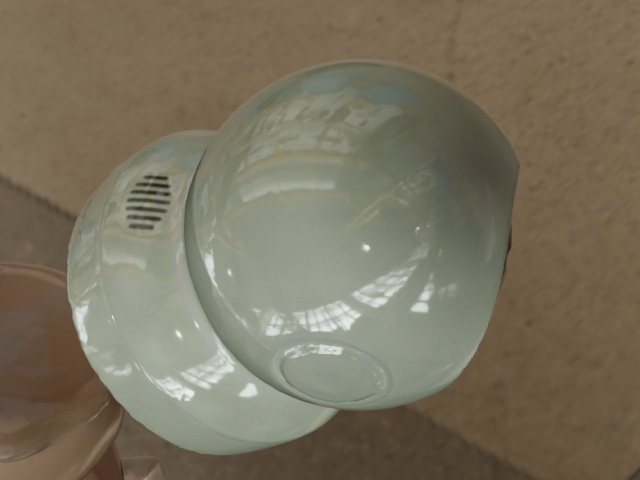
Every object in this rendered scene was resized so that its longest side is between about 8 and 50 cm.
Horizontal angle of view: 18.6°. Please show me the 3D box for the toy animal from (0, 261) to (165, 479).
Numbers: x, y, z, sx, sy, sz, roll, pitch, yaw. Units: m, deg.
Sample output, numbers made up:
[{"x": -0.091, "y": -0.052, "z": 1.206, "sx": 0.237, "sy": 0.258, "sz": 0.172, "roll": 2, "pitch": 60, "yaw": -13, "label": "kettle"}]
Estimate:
[{"x": -0.211, "y": 0.140, "z": 1.326, "sx": 0.195, "sy": 0.213, "sz": 0.256, "roll": 16, "pitch": 133, "yaw": 2, "label": "toy animal"}]

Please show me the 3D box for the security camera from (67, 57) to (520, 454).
[{"x": 0.000, "y": 0.000, "z": 1.049, "sx": 0.236, "sy": 0.194, "sz": 0.194, "roll": -29, "pitch": 93, "yaw": 42, "label": "security camera"}]
